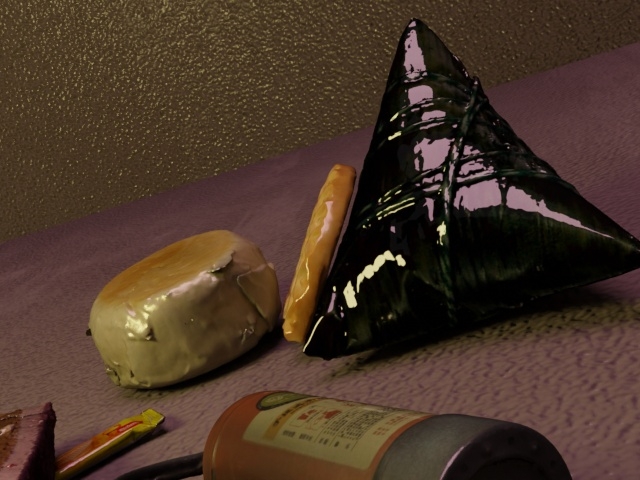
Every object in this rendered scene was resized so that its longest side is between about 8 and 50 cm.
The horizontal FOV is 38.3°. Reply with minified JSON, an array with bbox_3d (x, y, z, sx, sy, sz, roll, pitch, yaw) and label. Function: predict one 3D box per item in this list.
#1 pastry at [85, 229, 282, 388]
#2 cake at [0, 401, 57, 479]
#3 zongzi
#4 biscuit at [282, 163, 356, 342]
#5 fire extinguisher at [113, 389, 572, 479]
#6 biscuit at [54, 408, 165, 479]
[{"bbox_3d":[-0.176,0.088,1.185,0.264,0.133,0.265,-19,15,5],"label":"pastry"},{"bbox_3d":[-0.317,0.235,0.896,0.115,0.113,0.295,-13,13,-10],"label":"cake"},{"bbox_3d":[0.193,-0.033,1.008,0.362,0.319,0.383,-8,37,31],"label":"zongzi"},{"bbox_3d":[0.000,0.000,1.174,0.040,0.205,0.309,18,12,-1],"label":"biscuit"},{"bbox_3d":[-0.021,0.161,0.644,0.200,0.113,0.376,17,-13,-28],"label":"fire extinguisher"},{"bbox_3d":[-0.293,0.253,0.953,0.292,0.026,0.048,-27,24,-26],"label":"biscuit"}]
